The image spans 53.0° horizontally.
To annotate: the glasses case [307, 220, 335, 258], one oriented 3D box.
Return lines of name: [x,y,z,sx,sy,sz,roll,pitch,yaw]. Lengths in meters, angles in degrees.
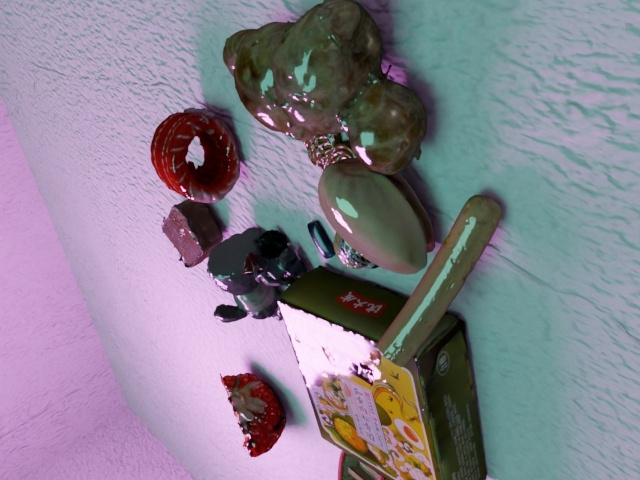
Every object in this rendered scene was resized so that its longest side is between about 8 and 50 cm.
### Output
glasses case: [0.000,0.000,1.291,0.083,0.023,0.033,60,151,-6]

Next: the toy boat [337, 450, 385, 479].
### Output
toy boat: [0.108,0.586,1.616,0.136,0.079,0.392,37,143,26]

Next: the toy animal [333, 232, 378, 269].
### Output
toy animal: [0.071,-0.004,1.118,0.098,0.098,0.137,33,157,34]

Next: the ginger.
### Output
ginger: [-0.018,-0.237,0.967,0.375,0.176,0.256,23,151,43]

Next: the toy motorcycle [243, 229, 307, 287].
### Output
toy motorcycle: [-0.082,0.084,1.385,0.213,0.122,0.082,55,164,3]

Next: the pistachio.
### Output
pistachio: [0.092,-0.043,1.023,0.223,0.126,0.152,41,132,-8]

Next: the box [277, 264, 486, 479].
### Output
box: [0.123,0.292,1.277,0.373,0.138,0.420,19,133,46]

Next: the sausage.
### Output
sausage: [0.178,0.063,0.965,0.066,0.066,0.301,41,119,24]

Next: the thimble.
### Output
thimble: [-0.265,-0.176,1.366,0.125,0.163,0.189,21,134,46]

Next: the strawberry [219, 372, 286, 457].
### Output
strawberry: [-0.182,0.529,1.913,0.253,0.150,0.280,-130,23,-53]

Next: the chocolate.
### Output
chocolate: [-0.327,-0.023,1.657,0.148,0.093,0.214,56,150,-1]

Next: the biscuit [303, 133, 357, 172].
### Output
biscuit: [0.025,-0.141,1.128,0.175,0.026,0.124,50,148,11]

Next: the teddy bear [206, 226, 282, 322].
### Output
teddy bear: [-0.190,0.103,1.522,0.144,0.171,0.251,-126,18,-46]
